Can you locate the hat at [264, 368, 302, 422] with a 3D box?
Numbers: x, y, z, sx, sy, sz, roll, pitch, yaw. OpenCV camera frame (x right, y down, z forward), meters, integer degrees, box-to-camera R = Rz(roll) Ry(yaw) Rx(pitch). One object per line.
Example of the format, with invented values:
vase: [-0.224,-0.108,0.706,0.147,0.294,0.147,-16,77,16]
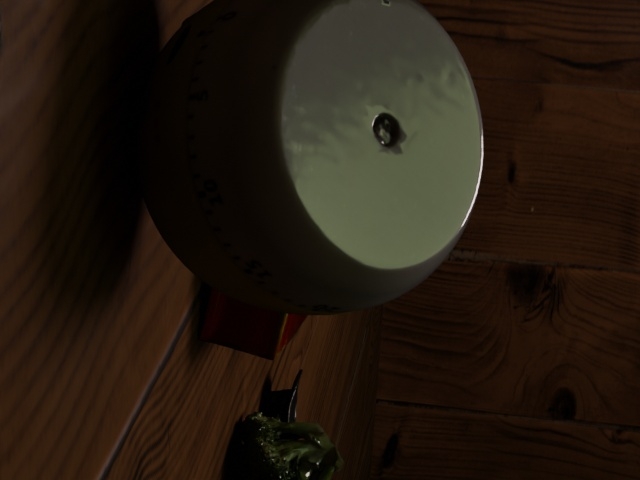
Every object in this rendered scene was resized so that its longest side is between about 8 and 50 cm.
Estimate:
hat: [-0.050,0.229,1.870,0.121,0.050,0.121,2,90,-88]

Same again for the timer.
timer: [-0.038,-0.069,1.095,0.285,0.285,0.285,6,90,-83]

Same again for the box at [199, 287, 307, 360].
box: [-0.037,-0.008,1.500,0.313,0.089,0.197,-50,156,-78]

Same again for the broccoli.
broccoli: [-0.046,0.276,1.664,0.162,0.138,0.146,52,-11,36]
